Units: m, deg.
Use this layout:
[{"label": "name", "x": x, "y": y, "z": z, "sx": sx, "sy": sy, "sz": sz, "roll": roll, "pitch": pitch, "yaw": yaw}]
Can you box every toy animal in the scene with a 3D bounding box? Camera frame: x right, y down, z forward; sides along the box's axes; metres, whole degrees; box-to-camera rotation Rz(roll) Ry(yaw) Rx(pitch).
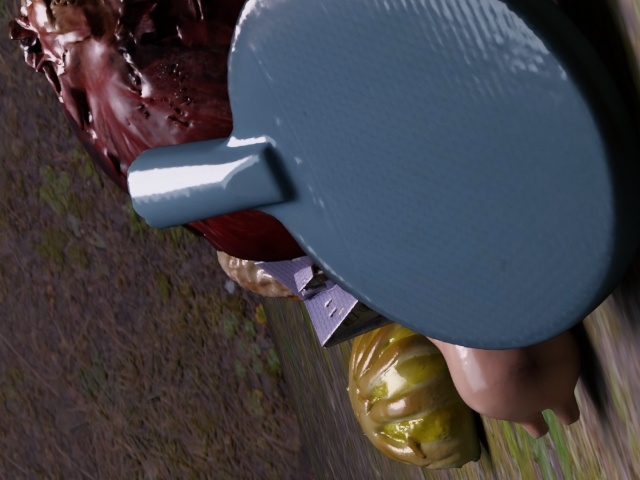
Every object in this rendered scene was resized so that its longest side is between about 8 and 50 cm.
[{"label": "toy animal", "x": 0.095, "y": 0.036, "z": 1.007, "sx": 0.150, "sy": 0.083, "sz": 0.089, "roll": 63, "pitch": 162, "yaw": -11}]

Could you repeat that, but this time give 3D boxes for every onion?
[{"label": "onion", "x": -0.037, "y": -0.125, "z": 1.135, "sx": 0.221, "sy": 0.281, "sz": 0.281, "roll": -57, "pitch": 40, "yaw": 37}]

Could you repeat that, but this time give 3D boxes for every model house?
[{"label": "model house", "x": 0.014, "y": 0.016, "z": 1.272, "sx": 0.167, "sy": 0.088, "sz": 0.117, "roll": 38, "pitch": -158, "yaw": -48}]

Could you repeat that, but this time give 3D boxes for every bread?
[{"label": "bread", "x": 0.070, "y": 0.105, "z": 1.421, "sx": 0.094, "sy": 0.083, "sz": 0.157, "roll": 102, "pitch": 154, "yaw": -51}]

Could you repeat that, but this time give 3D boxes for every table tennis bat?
[{"label": "table tennis bat", "x": 0.018, "y": -0.041, "z": 0.907, "sx": 0.329, "sy": 0.044, "sz": 0.215, "roll": -6, "pitch": 115, "yaw": 49}]

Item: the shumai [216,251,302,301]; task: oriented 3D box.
[{"label": "shumai", "x": 0.001, "y": -0.003, "z": 1.565, "sx": 0.116, "sy": 0.145, "sz": 0.145, "roll": 45, "pitch": -165, "yaw": -45}]
